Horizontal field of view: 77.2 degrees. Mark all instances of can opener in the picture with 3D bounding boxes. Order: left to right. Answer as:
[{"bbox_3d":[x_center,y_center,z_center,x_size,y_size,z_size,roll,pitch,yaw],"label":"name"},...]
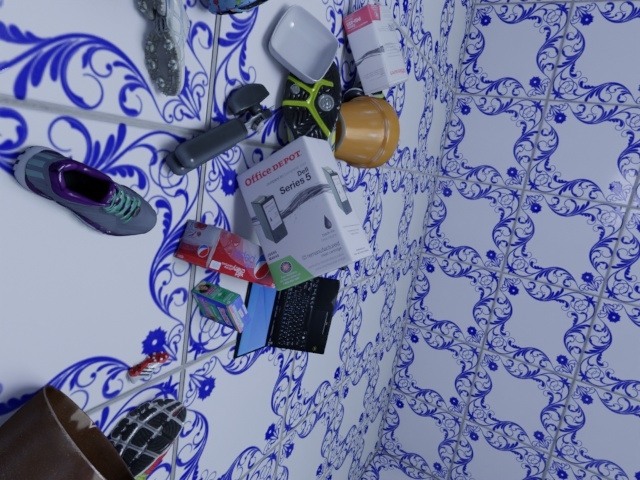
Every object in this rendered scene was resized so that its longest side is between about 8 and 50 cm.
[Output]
[{"bbox_3d":[-0.188,-0.217,0.779,0.093,0.074,0.280,53,47,-16],"label":"can opener"}]

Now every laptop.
[{"bbox_3d":[-0.083,0.211,1.109,0.136,0.265,0.234,-137,-120,-78],"label":"laptop"}]

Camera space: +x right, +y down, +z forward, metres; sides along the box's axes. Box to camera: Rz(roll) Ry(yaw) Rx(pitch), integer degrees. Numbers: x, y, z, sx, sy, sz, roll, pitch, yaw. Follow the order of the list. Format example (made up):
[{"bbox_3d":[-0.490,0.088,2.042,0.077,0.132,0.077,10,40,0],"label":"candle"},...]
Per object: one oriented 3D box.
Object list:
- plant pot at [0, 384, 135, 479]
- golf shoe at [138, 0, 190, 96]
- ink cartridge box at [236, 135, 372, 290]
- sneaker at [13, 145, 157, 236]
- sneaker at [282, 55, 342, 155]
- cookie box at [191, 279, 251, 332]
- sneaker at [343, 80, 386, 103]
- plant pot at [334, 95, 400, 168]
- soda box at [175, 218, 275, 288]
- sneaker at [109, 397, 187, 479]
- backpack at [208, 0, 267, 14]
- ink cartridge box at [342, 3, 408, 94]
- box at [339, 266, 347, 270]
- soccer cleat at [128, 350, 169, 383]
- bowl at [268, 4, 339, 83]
[{"bbox_3d":[-0.402,0.354,0.523,0.230,0.216,0.215,-40,139,-29],"label":"plant pot"},{"bbox_3d":[-0.230,-0.321,0.632,0.086,0.069,0.176,-44,142,-55],"label":"golf shoe"},{"bbox_3d":[-0.038,-0.056,0.865,0.115,0.199,0.272,-12,79,-61],"label":"ink cartridge box"},{"bbox_3d":[-0.308,-0.052,0.579,0.224,0.098,0.083,38,69,-61],"label":"sneaker"},{"bbox_3d":[-0.031,-0.268,1.004,0.147,0.145,0.383,-155,-111,-79],"label":"sneaker"},{"bbox_3d":[-0.211,0.141,0.857,0.040,0.107,0.091,-52,146,-38],"label":"cookie box"},{"bbox_3d":[0.130,-0.473,1.262,0.235,0.084,0.097,-24,100,-59],"label":"sneaker"},{"bbox_3d":[0.085,-0.303,1.125,0.188,0.205,0.204,-12,115,-44],"label":"plant pot"},{"bbox_3d":[-0.183,0.038,0.874,0.263,0.092,0.083,34,72,-62],"label":"soda box"},{"bbox_3d":[-0.364,0.428,0.758,0.279,0.107,0.118,-51,164,-33],"label":"sneaker"},{"bbox_3d":[-0.126,-0.461,0.669,0.173,0.158,0.116,-50,138,-20],"label":"backpack"},{"bbox_3d":[0.165,-0.551,1.166,0.159,0.092,0.217,-39,112,-50],"label":"ink cartridge box"},{"bbox_3d":[0.000,0.000,1.149,0.077,0.148,0.180,-64,152,-21],"label":"box"},{"bbox_3d":[-0.330,0.244,0.774,0.083,0.029,0.035,-27,136,-52],"label":"soccer cleat"},{"bbox_3d":[-0.042,-0.430,0.896,0.142,0.053,0.142,33,71,-22],"label":"bowl"}]
